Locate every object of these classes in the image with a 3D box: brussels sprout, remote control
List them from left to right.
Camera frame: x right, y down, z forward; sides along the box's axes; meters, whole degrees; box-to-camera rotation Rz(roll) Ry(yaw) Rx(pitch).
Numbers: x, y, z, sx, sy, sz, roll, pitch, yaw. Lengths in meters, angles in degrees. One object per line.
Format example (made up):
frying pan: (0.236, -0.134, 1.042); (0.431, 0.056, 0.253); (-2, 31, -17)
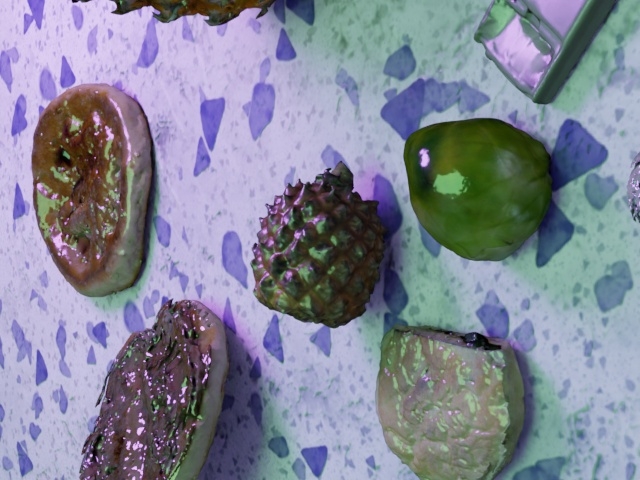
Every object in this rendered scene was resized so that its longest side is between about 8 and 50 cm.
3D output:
brussels sprout: (0.147, -0.053, 1.165); (0.152, 0.122, 0.149); (-16, 77, 49)
remote control: (0.246, -0.271, 1.103); (0.123, 0.038, 0.285); (54, 133, 36)

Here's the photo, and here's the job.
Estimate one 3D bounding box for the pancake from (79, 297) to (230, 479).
pancake: (-0.239, 0.253, 1.624); (0.382, 0.071, 0.382); (-39, 39, 40)

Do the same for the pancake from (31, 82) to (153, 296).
pancake: (-0.376, -0.079, 1.862); (0.356, 0.065, 0.356); (10, 103, 49)

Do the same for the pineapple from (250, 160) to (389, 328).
pineapple: (0.000, 0.000, 1.337); (0.166, 0.166, 0.193); (15, 87, 50)

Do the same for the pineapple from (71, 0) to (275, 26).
pineapple: (-0.164, -0.431, 1.389); (0.352, 0.300, 0.352); (6, 98, 50)

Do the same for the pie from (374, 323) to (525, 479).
pie: (0.134, 0.183, 1.252); (0.218, 0.052, 0.185); (11, 99, 49)

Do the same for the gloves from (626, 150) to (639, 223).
gloves: (0.329, -0.056, 0.979); (0.153, 0.070, 0.114); (2, 94, 53)
